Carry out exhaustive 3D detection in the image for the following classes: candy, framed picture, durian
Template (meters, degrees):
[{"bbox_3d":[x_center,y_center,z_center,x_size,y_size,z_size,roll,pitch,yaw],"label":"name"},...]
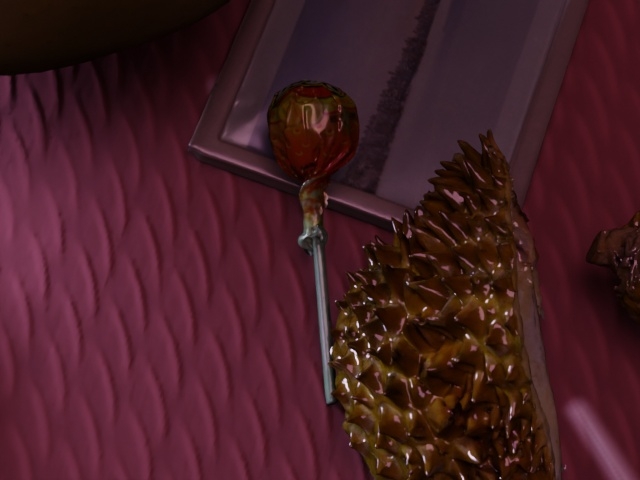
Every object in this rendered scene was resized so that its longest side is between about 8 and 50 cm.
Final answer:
[{"bbox_3d":[0.000,0.000,1.210,0.060,0.060,0.201,-3,84,-9],"label":"candy"},{"bbox_3d":[0.062,-0.141,1.304,0.213,0.016,0.289,20,66,1],"label":"framed picture"},{"bbox_3d":[0.085,0.062,1.174,0.144,0.139,0.252,-24,64,30],"label":"durian"}]

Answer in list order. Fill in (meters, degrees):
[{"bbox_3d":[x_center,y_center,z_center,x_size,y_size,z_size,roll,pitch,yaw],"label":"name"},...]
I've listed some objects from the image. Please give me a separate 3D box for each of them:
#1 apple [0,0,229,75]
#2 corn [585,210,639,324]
[{"bbox_3d":[-0.186,-0.257,1.147,0.357,0.357,0.357,3,66,-7],"label":"apple"},{"bbox_3d":[0.291,0.035,1.218,0.261,0.097,0.097,14,66,-3],"label":"corn"}]
